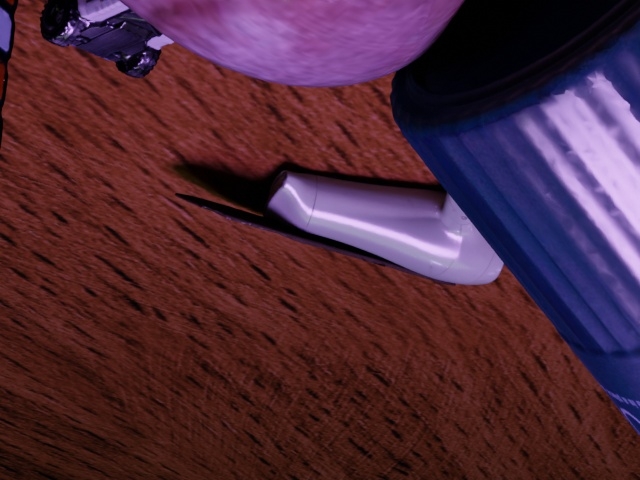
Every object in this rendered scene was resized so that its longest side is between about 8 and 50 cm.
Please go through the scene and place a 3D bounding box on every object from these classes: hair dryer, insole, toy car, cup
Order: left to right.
[{"bbox_3d":[-0.104,-0.164,1.246,0.080,0.070,0.170,21,154,-39],"label":"toy car"},{"bbox_3d":[0.000,0.000,1.678,0.328,0.007,0.111,17,-174,-43],"label":"insole"},{"bbox_3d":[0.082,-0.053,1.554,0.206,0.075,0.237,14,149,-14],"label":"hair dryer"},{"bbox_3d":[0.207,-0.052,1.059,0.242,0.308,0.292,-34,114,19],"label":"cup"}]

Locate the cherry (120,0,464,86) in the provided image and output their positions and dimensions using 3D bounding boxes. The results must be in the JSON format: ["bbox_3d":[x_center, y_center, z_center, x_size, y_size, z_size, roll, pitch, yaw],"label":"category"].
[{"bbox_3d":[-0.024,-0.201,0.957,0.307,0.221,0.261,24,155,-9],"label":"cherry"}]

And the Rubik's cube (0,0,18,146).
[{"bbox_3d":[-0.319,-0.120,1.226,0.184,0.182,0.187,-8,156,22],"label":"Rubik's cube"}]
